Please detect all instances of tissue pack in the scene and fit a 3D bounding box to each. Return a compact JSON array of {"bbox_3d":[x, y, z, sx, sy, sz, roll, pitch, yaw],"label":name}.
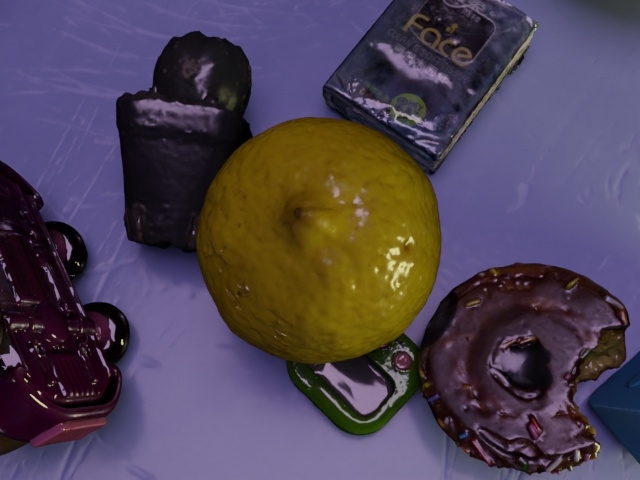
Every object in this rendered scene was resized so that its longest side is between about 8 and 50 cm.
[{"bbox_3d":[0.138,-0.220,1.042,0.173,0.073,0.235,36,75,9],"label":"tissue pack"}]

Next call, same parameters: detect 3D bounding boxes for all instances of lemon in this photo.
[{"bbox_3d":[-0.001,0.001,0.825,0.267,0.267,0.267,0,72,-1],"label":"lemon"}]

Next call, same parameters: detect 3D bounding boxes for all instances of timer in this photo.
[{"bbox_3d":[0.038,0.140,0.935,0.140,0.047,0.128,43,75,12],"label":"timer"},{"bbox_3d":[0.410,0.118,0.840,0.232,0.250,0.091,-36,77,-12],"label":"timer"}]

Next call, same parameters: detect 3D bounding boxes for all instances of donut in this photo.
[{"bbox_3d":[0.216,0.140,0.894,0.216,0.096,0.230,2,65,19],"label":"donut"}]

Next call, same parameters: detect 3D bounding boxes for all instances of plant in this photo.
[{"bbox_3d":[-0.157,-0.114,0.962,0.142,0.164,0.256,12,83,3],"label":"plant"}]

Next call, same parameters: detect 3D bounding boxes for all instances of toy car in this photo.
[{"bbox_3d":[-0.378,0.081,0.857,0.240,0.271,0.340,-31,74,8],"label":"toy car"}]
